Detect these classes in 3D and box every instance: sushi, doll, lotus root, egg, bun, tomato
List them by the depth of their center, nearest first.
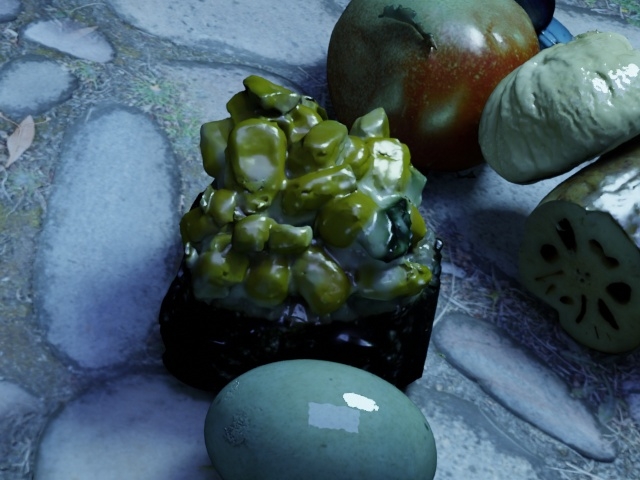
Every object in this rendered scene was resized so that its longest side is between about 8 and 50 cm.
[{"bbox_3d":[0.000,0.205,1.234,0.237,0.169,0.169,9,42,-3],"label":"egg"},{"bbox_3d":[0.000,0.000,1.368,0.329,0.285,0.328,21,42,0],"label":"sushi"},{"bbox_3d":[0.314,-0.172,1.536,0.244,0.244,0.153,-35,100,-42],"label":"bun"},{"bbox_3d":[0.425,-0.027,1.576,0.250,0.250,0.346,36,48,18],"label":"lotus root"},{"bbox_3d":[0.163,-0.244,1.717,0.304,0.239,0.303,8,41,-7],"label":"tomato"},{"bbox_3d":[0.286,-0.362,1.874,0.141,0.314,0.177,-40,27,-2],"label":"doll"}]

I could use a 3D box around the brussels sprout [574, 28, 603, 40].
[{"bbox_3d":[0.448,-0.316,2.042,0.085,0.058,0.085,4,60,-8],"label":"brussels sprout"}]
